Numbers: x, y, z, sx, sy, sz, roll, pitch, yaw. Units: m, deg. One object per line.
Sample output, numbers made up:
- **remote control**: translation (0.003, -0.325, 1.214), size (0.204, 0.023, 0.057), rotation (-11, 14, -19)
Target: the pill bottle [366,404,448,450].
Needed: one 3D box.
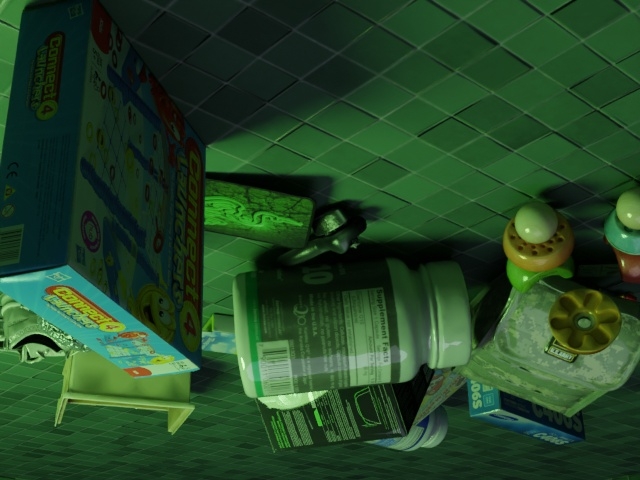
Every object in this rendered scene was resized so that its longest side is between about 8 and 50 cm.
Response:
- **pill bottle**: translation (0.166, 0.399, 2.045), size (0.272, 0.152, 0.152), rotation (21, 146, -39)

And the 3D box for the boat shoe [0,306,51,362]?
- **boat shoe**: translation (-0.540, 0.184, 1.661), size (0.267, 0.088, 0.096), rotation (14, 150, -27)

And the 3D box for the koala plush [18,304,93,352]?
- **koala plush**: translation (-0.368, 0.079, 1.369), size (0.196, 0.203, 0.221), rotation (12, 163, -23)

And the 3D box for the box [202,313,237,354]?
- **box**: translation (-0.158, 0.187, 1.728), size (0.178, 0.042, 0.109), rotation (10, 151, -20)

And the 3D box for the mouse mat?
- **mouse mat**: translation (-0.104, -0.038, 1.276), size (0.189, 0.007, 0.153), rotation (12, 151, -1)

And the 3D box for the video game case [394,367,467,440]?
- **video game case**: translation (0.208, 0.313, 1.866), size (0.227, 0.026, 0.206), rotation (-41, 144, -1)

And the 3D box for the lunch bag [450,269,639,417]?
- **lunch bag**: translation (0.384, 0.157, 1.485), size (0.235, 0.169, 0.287), rotation (21, 149, -3)

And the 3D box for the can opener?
- **can opener**: translation (0.000, 0.000, 1.358), size (0.059, 0.073, 0.186), rotation (-30, 180, -41)

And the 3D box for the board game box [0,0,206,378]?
- **board game box**: translation (-0.221, -0.043, 0.964), size (0.086, 0.308, 0.302), rotation (-9, 153, 13)

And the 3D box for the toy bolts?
- **toy bolts**: translation (0.393, 0.023, 1.263), size (0.228, 0.218, 0.158), rotation (-22, 145, 1)

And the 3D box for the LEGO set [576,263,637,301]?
- **LEGO set**: translation (0.457, 0.097, 1.546), size (0.244, 0.060, 0.182), rotation (-2, 154, 10)

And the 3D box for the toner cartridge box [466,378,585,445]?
- **toner cartridge box**: translation (0.433, 0.318, 1.874), size (0.075, 0.165, 0.347), rotation (-24, 146, 36)

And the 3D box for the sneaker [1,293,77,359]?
- **sneaker**: translation (-0.426, 0.162, 1.590), size (0.281, 0.115, 0.105), rotation (4, 153, -10)

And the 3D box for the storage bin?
- **storage bin**: translation (-0.423, 0.326, 1.915), size (0.262, 0.123, 0.260), rotation (8, 152, -18)

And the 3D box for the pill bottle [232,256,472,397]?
- **pill bottle**: translation (0.048, 0.134, 1.433), size (0.360, 0.204, 0.204), rotation (-6, 154, -2)

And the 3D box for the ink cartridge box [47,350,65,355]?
- **ink cartridge box**: translation (-0.554, 0.211, 1.784), size (0.083, 0.028, 0.048), rotation (1, 154, -3)

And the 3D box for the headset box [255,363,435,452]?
- **headset box**: translation (0.042, 0.265, 1.659), size (0.283, 0.131, 0.246), rotation (-13, -166, 24)
